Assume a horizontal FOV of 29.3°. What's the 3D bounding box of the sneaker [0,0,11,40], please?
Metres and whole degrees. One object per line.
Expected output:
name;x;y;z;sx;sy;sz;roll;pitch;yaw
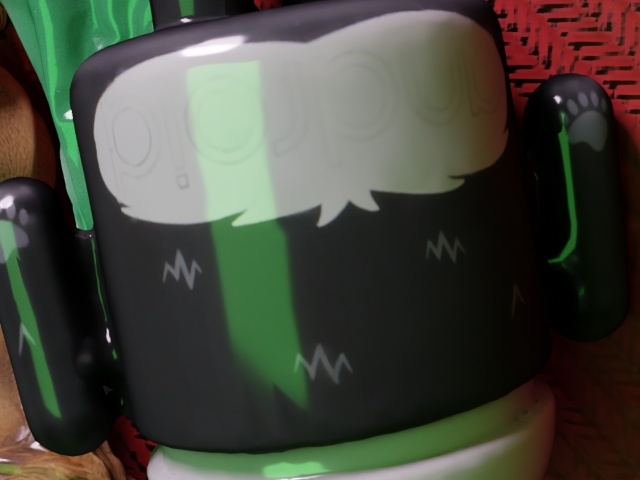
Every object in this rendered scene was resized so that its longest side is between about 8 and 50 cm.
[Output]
sneaker;-0.192;-0.111;0.605;0.078;0.188;0.067;-10;137;-2

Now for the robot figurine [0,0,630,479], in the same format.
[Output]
robot figurine;-0.002;0.000;0.485;0.209;0.173;0.278;-6;98;32

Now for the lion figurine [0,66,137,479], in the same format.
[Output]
lion figurine;-0.191;0.040;0.641;0.240;0.142;0.392;-9;91;26

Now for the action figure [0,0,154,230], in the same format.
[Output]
action figure;-0.076;-0.021;0.593;0.137;0.063;0.232;-8;91;24
